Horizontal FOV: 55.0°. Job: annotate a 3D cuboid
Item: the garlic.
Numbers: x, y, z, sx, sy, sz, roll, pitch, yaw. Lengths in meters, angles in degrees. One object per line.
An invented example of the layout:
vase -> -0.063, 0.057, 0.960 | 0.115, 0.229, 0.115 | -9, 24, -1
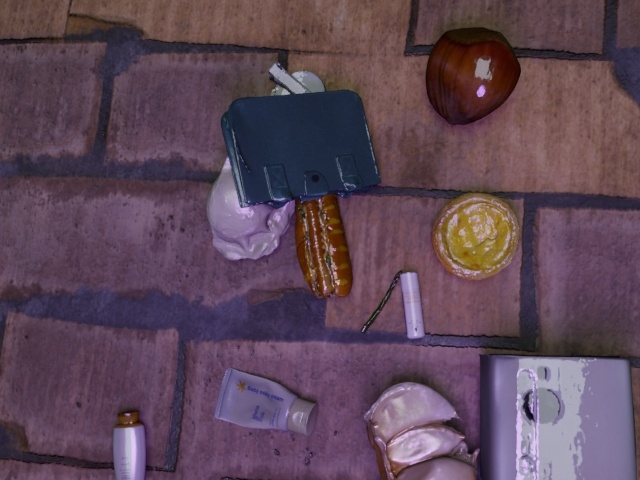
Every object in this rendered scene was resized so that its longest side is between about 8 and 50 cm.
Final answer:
garlic -> 0.209, 0.430, 1.204 | 0.203, 0.185, 0.281 | -16, 57, -4

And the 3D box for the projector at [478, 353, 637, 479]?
projector -> 0.431, 0.337, 1.146 | 0.248, 0.248, 0.249 | 1, 80, 8

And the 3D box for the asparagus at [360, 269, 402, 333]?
asparagus -> 0.137, 0.134, 1.343 | 0.016, 0.016, 0.163 | 30, 86, 31

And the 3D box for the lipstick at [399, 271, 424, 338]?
lipstick -> 0.198, 0.140, 1.321 | 0.040, 0.040, 0.141 | -7, 80, 7

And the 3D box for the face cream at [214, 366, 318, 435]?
face cream -> -0.121, 0.356, 1.320 | 0.224, 0.070, 0.114 | 12, 81, 19

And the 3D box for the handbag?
handbag -> -0.038, -0.197, 1.317 | 0.326, 0.089, 0.239 | -10, 80, -27

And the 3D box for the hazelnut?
hazelnut -> 0.333, -0.358, 1.335 | 0.186, 0.210, 0.210 | -31, 76, -22

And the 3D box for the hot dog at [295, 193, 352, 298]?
hot dog -> 0.000, 0.000, 1.361 | 0.115, 0.072, 0.269 | -16, 78, 13

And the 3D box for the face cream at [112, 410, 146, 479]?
face cream -> -0.416, 0.466, 1.340 | 0.072, 0.051, 0.182 | -7, 80, 5

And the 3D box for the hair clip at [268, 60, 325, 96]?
hair clip -> -0.052, -0.349, 1.443 | 0.172, 0.049, 0.116 | 41, 92, 10

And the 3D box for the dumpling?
dumpling -> -0.153, -0.076, 1.355 | 0.193, 0.147, 0.258 | 5, 105, -1

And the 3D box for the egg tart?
egg tart -> 0.329, -0.006, 1.313 | 0.191, 0.074, 0.191 | -1, 81, 8
